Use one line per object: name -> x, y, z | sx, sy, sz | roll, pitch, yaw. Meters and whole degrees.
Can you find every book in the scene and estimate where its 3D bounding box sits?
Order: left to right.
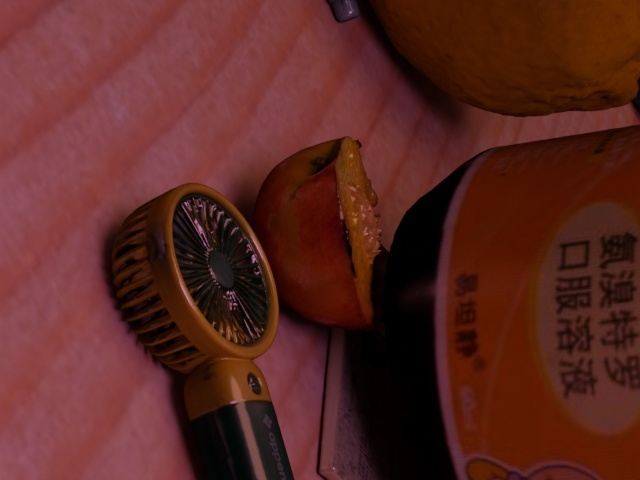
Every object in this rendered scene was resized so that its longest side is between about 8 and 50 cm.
book -> 0.056, 0.123, 0.949 | 0.172, 0.012, 0.118 | 47, 30, -31

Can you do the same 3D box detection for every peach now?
peach -> 0.000, -0.001, 0.904 | 0.098, 0.061, 0.098 | -9, 90, -77

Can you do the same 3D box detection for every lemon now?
lemon -> 0.119, -0.193, 1.150 | 0.260, 0.204, 0.204 | 60, 25, -3

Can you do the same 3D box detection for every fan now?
fan -> -0.046, 0.052, 0.790 | 0.082, 0.039, 0.155 | 14, 55, -59

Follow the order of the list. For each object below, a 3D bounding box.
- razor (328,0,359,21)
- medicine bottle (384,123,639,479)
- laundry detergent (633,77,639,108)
razor -> -0.006, -0.197, 1.121 | 0.068, 0.040, 0.135 | -15, 86, -64
medicine bottle -> 0.241, 0.041, 0.877 | 0.242, 0.395, 0.242 | 35, 48, -53
laundry detergent -> 0.321, -0.169, 1.682 | 0.096, 0.061, 0.206 | 54, 25, -1
